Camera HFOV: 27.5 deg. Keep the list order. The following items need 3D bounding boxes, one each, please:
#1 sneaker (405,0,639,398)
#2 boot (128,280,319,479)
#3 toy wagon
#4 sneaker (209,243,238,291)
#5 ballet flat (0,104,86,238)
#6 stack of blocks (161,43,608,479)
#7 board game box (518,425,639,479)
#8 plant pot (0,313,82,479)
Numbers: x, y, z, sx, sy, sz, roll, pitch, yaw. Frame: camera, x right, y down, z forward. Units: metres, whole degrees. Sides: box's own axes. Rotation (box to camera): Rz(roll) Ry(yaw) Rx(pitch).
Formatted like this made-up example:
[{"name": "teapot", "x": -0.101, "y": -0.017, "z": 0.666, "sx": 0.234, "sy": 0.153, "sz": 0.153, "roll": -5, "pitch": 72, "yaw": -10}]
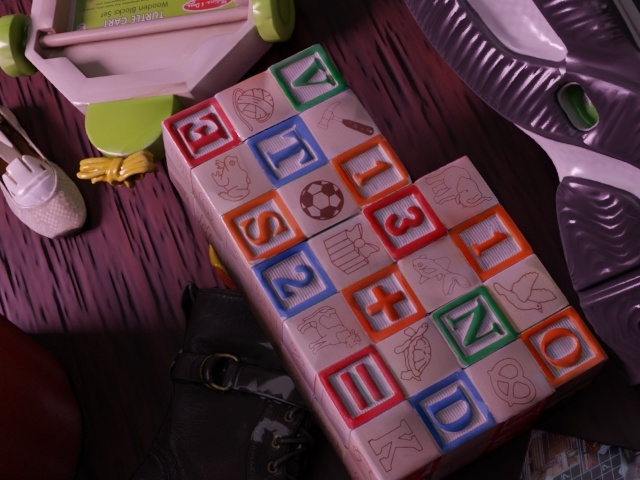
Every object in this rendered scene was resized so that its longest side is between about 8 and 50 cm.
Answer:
[{"name": "sneaker", "x": 0.258, "y": -0.083, "z": 0.863, "sx": 0.169, "sy": 0.257, "sz": 0.448, "roll": -31, "pitch": 90, "yaw": 48}, {"name": "boot", "x": -0.025, "y": 0.148, "z": 0.924, "sx": 0.263, "sy": 0.091, "sz": 0.229, "roll": 18, "pitch": 70, "yaw": 21}, {"name": "toy wagon", "x": -0.150, "y": -0.197, "z": 1.124, "sx": 0.267, "sy": 0.068, "sz": 0.345, "roll": -5, "pitch": 68, "yaw": 20}, {"name": "sneaker", "x": 0.000, "y": 0.000, "z": 0.985, "sx": 0.175, "sy": 0.067, "sz": 0.064, "roll": -21, "pitch": 61, "yaw": 10}, {"name": "ballet flat", "x": -0.263, "y": -0.064, "z": 1.120, "sx": 0.057, "sy": 0.052, "sz": 0.168, "roll": -45, "pitch": 61, "yaw": -1}, {"name": "stack of blocks", "x": 0.036, "y": 0.013, "z": 0.899, "sx": 0.171, "sy": 0.087, "sz": 0.297, "roll": -28, "pitch": 70, "yaw": -14}, {"name": "board game box", "x": 0.186, "y": 0.254, "z": 0.823, "sx": 0.165, "sy": 0.042, "sz": 0.243, "roll": 10, "pitch": 73, "yaw": 24}, {"name": "plant pot", "x": -0.323, "y": 0.123, "z": 0.945, "sx": 0.272, "sy": 0.265, "sz": 0.272, "roll": -7, "pitch": 67, "yaw": 18}]
